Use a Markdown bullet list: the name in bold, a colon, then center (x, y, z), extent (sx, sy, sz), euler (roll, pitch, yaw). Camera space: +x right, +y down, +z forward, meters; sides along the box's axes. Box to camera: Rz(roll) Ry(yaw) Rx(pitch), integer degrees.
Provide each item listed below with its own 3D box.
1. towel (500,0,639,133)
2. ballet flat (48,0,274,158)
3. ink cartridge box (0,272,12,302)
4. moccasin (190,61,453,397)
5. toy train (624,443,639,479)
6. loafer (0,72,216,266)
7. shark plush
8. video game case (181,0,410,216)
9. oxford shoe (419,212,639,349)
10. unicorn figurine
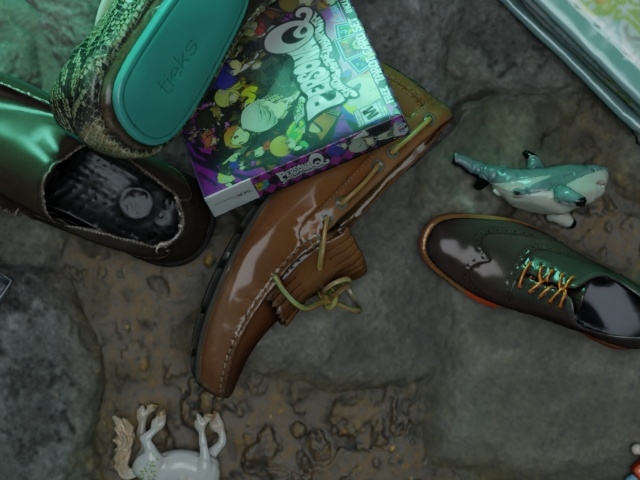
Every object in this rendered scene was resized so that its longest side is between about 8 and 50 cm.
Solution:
- **towel**: center (0.337, -0.333, 1.669), extent (0.374, 0.090, 0.320), euler (44, 84, -3)
- **ballet flat**: center (-0.106, -0.286, 1.577), extent (0.483, 0.182, 0.164), euler (-53, 129, -16)
- **ink cartridge box**: center (-0.467, 0.131, 1.574), extent (0.165, 0.065, 0.332), euler (34, 74, -5)
- **moccasin**: center (0.000, 0.001, 1.623), extent (0.147, 0.139, 0.380), euler (34, 78, 5)
- **toy train**: center (0.415, 0.241, 1.693), extent (0.166, 0.046, 0.125), euler (-33, 93, -4)
- **loafer**: center (-0.274, -0.084, 1.593), extent (0.366, 0.130, 0.134), euler (20, 88, -5)
- **shark plush**: center (0.221, -0.063, 1.689), extent (0.161, 0.073, 0.067), euler (9, 69, 16)
- **video game case**: center (-0.047, -0.159, 1.588), extent (0.210, 0.042, 0.232), euler (-23, 57, 3)
- **oxford shoe**: center (0.235, 0.037, 1.651), extent (0.271, 0.098, 0.097), euler (19, 88, -5)
- **unicorn figurine**: center (-0.137, 0.230, 1.647), extent (0.162, 0.060, 0.111), euler (7, 90, 11)
